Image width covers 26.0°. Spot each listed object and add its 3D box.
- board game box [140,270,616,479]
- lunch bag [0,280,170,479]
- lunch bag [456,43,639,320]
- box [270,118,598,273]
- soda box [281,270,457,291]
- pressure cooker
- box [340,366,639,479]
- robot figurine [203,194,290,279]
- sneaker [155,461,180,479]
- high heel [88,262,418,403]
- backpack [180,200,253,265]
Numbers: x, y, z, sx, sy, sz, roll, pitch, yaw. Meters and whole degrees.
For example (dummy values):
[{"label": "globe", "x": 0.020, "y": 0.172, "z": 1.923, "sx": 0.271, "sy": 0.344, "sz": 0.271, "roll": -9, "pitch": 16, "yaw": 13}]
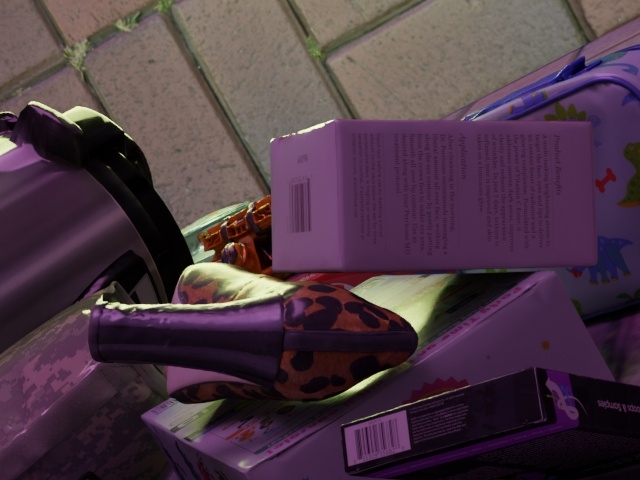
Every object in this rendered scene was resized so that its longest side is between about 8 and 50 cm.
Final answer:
[{"label": "board game box", "x": 0.024, "y": 0.113, "z": 0.930, "sx": 0.224, "sy": 0.097, "sz": 0.303, "roll": -31, "pitch": 7, "yaw": -16}, {"label": "lunch bag", "x": -0.222, "y": 0.165, "z": 1.160, "sx": 0.235, "sy": 0.169, "sz": 0.287, "roll": -39, "pitch": 3, "yaw": -2}, {"label": "lunch bag", "x": 0.186, "y": -0.036, "z": 1.002, "sx": 0.219, "sy": 0.176, "sz": 0.090, "roll": -23, "pitch": 10, "yaw": 43}, {"label": "box", "x": 0.068, "y": -0.026, "z": 0.873, "sx": 0.170, "sy": 0.091, "sz": 0.130, "roll": -1, "pitch": -2, "yaw": -20}, {"label": "soda box", "x": 0.060, "y": 0.039, "z": 1.324, "sx": 0.263, "sy": 0.083, "sz": 0.092, "roll": -27, "pitch": 8, "yaw": 16}, {"label": "pressure cooker", "x": -0.342, "y": 0.061, "z": 1.563, "sx": 0.420, "sy": 0.375, "sz": 0.370, "roll": -37, "pitch": 8, "yaw": -41}, {"label": "box", "x": 0.106, "y": 0.095, "z": 0.680, "sx": 0.116, "sy": 0.029, "sz": 0.162, "roll": -23, "pitch": -26, "yaw": 37}, {"label": "robot figurine", "x": 0.000, "y": 0.000, "z": 1.478, "sx": 0.211, "sy": 0.085, "sz": 0.291, "roll": -27, "pitch": -16, "yaw": 40}, {"label": "sneaker", "x": -0.083, "y": 0.181, "z": 1.083, "sx": 0.134, "sy": 0.070, "sz": 0.051, "roll": -59, "pitch": 13, "yaw": 0}, {"label": "high heel", "x": -0.013, "y": 0.063, "z": 0.885, "sx": 0.186, "sy": 0.093, "sz": 0.261, "roll": 2, "pitch": -1, "yaw": 14}, {"label": "backpack", "x": -0.115, "y": 0.031, "z": 1.807, "sx": 0.166, "sy": 0.144, "sz": 0.188, "roll": -26, "pitch": 9, "yaw": -18}]
